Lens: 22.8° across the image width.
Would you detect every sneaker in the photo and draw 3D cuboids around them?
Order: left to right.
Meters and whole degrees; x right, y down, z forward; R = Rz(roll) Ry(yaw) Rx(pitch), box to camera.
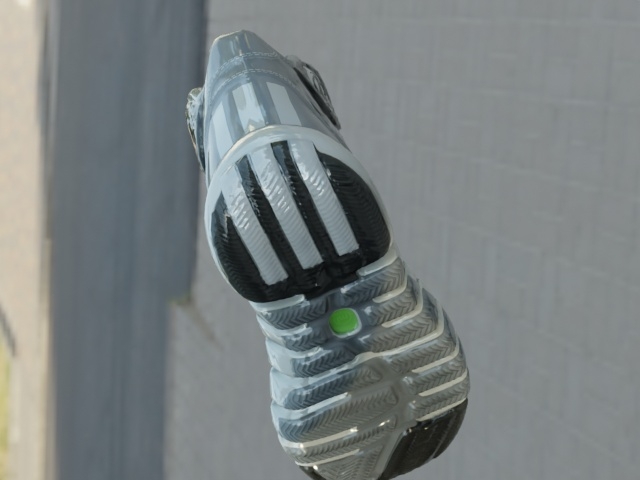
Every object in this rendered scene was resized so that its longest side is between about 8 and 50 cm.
[{"bbox_3d":[0.000,0.000,0.670,0.229,0.086,0.132,73,178,-50],"label":"sneaker"}]
